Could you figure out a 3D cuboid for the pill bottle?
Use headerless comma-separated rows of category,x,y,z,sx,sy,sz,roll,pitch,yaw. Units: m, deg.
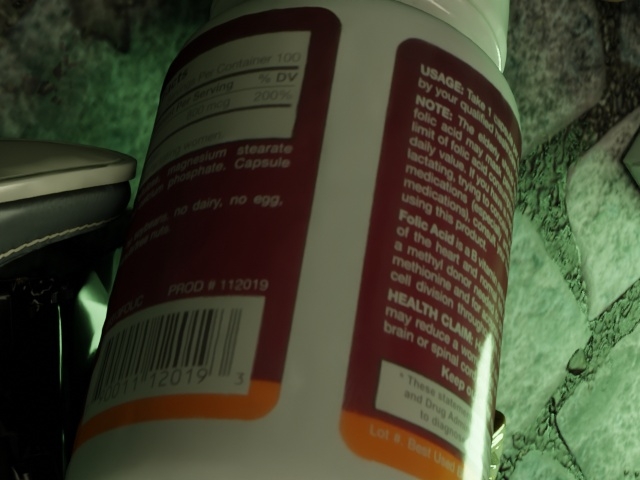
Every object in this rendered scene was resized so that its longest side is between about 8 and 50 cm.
pill bottle,0.000,0.000,0.846,0.224,0.224,0.392,42,48,-42

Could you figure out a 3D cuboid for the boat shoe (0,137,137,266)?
boat shoe,-0.244,0.014,0.776,0.319,0.116,0.099,-15,111,-33

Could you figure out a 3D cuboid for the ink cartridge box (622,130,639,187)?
ink cartridge box,0.443,-0.129,1.315,0.289,0.211,0.121,-55,134,-15

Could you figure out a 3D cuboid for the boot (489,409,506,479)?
boot,0.078,0.246,1.177,0.213,0.077,0.165,-27,122,-38

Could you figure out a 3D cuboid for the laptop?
laptop,-0.202,0.117,0.917,0.264,0.136,0.234,-5,107,-16

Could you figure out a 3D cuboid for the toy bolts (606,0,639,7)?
toy bolts,0.303,-0.287,1.224,0.218,0.158,0.228,54,45,-83
